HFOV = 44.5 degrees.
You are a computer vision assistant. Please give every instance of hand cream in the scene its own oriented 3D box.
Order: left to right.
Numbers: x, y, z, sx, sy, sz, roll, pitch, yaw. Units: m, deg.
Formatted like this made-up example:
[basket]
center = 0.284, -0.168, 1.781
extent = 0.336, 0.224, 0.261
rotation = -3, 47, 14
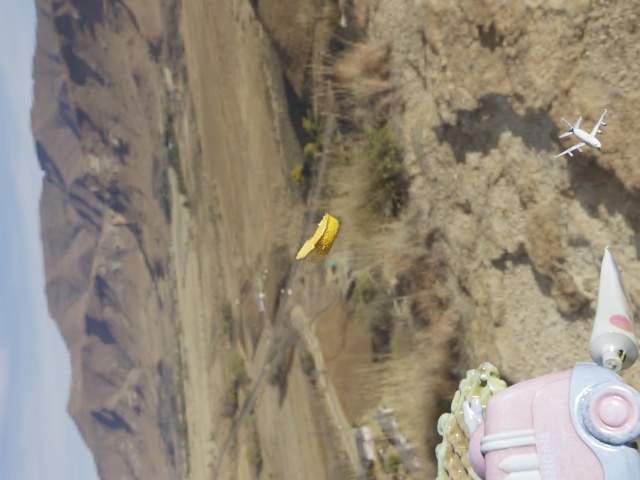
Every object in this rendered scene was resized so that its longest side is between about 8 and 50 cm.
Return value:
[hand cream]
center = 0.534, 0.132, 1.405
extent = 0.124, 0.078, 0.340
rotation = 62, -148, -14

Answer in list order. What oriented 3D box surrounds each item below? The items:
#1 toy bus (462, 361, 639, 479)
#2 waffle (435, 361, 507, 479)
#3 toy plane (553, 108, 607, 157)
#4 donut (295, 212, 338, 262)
[toy bus]
center = 0.295, 0.300, 0.940
extent = 0.197, 0.232, 0.294
rotation = 35, -133, -57
[waffle]
center = 0.251, 0.373, 1.306
extent = 0.291, 0.056, 0.309
rotation = 107, 170, -46
[toy plane]
center = 0.302, -0.118, 0.893
extent = 0.078, 0.024, 0.084
rotation = -45, 29, 12
[donut]
center = 0.000, 0.000, 1.291
extent = 0.067, 0.038, 0.083
rotation = -21, 43, 65
